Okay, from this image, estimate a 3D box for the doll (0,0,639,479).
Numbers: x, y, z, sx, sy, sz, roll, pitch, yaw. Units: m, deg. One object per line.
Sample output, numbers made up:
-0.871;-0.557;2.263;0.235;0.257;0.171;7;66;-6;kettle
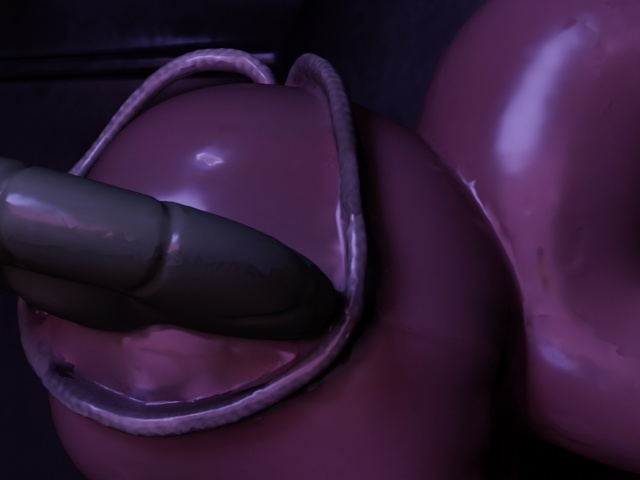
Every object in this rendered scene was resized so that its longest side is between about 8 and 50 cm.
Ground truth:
0.000;0.000;0.567;0.268;0.284;0.216;11;85;5;doll
